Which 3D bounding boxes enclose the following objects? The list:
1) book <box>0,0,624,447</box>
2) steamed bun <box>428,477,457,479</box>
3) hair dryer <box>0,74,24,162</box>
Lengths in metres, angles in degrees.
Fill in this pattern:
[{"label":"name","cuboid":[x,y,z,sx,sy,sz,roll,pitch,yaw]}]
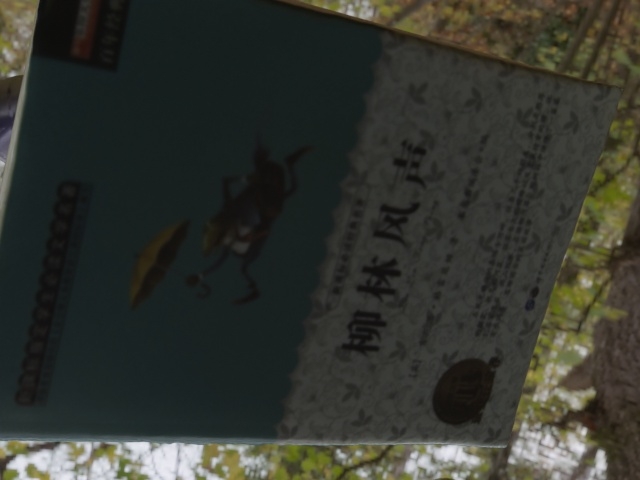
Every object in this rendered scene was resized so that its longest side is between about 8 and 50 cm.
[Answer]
[{"label":"book","cuboid":[0.000,0.000,0.574,0.379,0.264,0.031,7,-165,-31]},{"label":"steamed bun","cuboid":[0.036,0.398,0.931,0.352,0.339,0.247,28,-154,-50]},{"label":"hair dryer","cuboid":[-0.444,-0.115,1.149,0.361,0.121,0.301,-22,-172,-29]}]
